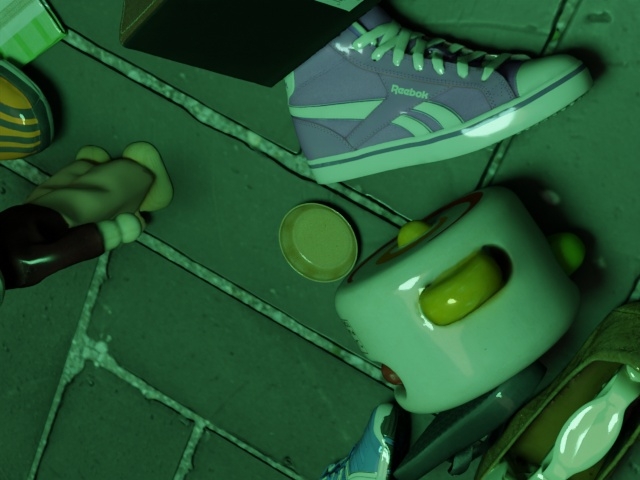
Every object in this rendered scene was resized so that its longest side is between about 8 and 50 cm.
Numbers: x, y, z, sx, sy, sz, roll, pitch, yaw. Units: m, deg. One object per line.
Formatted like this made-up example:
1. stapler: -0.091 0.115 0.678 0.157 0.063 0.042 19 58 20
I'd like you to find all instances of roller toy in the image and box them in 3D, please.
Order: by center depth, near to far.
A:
1. roller toy: 0.114 0.047 1.242 0.191 0.209 0.146 -30 98 38

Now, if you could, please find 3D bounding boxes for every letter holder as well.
1. letter holder: -0.030 -0.291 1.151 0.302 0.152 0.214 -30 53 55

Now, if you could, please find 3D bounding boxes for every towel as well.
1. towel: -0.332 -0.246 1.432 0.113 0.023 0.152 -28 100 34

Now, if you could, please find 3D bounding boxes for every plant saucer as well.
1. plant saucer: 0.000 0.000 1.384 0.083 0.015 0.083 10 117 21

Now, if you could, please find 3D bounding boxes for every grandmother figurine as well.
1. grandmother figurine: -0.261 -0.001 1.312 0.208 0.342 0.104 -11 107 29

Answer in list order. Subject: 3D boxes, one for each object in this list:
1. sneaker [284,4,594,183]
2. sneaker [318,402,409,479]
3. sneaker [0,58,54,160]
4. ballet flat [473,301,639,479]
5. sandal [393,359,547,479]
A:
1. sneaker: 0.086 -0.152 1.229 0.282 0.102 0.161 -12 103 29
2. sneaker: 0.034 0.251 1.441 0.081 0.080 0.211 22 119 12
3. sneaker: -0.438 -0.118 1.432 0.321 0.180 0.124 13 124 23
4. ballet flat: 0.221 0.202 1.305 0.116 0.124 0.342 38 123 7
5. sandal: 0.138 0.182 1.310 0.054 0.097 0.254 42 150 1
